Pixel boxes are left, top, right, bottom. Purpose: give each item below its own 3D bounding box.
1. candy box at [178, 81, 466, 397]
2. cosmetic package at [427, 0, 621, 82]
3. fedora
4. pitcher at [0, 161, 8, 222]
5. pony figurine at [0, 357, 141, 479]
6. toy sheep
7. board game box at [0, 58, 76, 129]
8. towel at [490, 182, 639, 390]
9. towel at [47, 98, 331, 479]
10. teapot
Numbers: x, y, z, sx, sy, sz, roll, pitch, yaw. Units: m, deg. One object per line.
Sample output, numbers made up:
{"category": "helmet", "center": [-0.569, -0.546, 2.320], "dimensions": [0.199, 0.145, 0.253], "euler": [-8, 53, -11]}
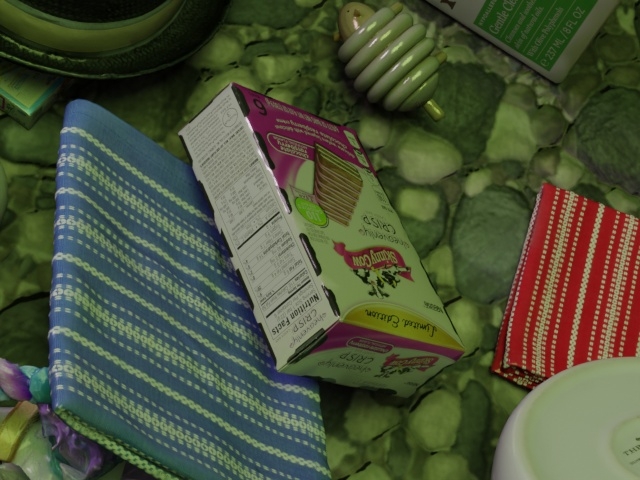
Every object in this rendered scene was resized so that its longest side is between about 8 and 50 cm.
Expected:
{"category": "candy box", "center": [0.000, 0.000, 1.139], "dimensions": [0.159, 0.071, 0.233], "euler": [16, 41, -48]}
{"category": "cosmetic package", "center": [0.126, -0.332, 1.325], "dimensions": [0.365, 0.197, 0.155], "euler": [31, 63, 3]}
{"category": "fedora", "center": [-0.195, -0.299, 1.223], "dimensions": [0.334, 0.152, 0.334], "euler": [11, 53, -15]}
{"category": "pitcher", "center": [-0.317, -0.033, 1.061], "dimensions": [0.125, 0.178, 0.207], "euler": [50, 37, 9]}
{"category": "pony figurine", "center": [-0.199, 0.212, 0.972], "dimensions": [0.363, 0.303, 0.351], "euler": [25, 51, -16]}
{"category": "toy sheep", "center": [0.065, -0.158, 1.292], "dimensions": [0.132, 0.091, 0.091], "euler": [44, 63, 2]}
{"category": "board game box", "center": [-0.240, -0.180, 1.256], "dimensions": [0.103, 0.026, 0.154], "euler": [37, 62, 4]}
{"category": "towel", "center": [0.297, 0.077, 1.270], "dimensions": [0.274, 0.031, 0.199], "euler": [21, 62, -4]}
{"category": "towel", "center": [-0.087, 0.050, 1.048], "dimensions": [0.243, 0.040, 0.336], "euler": [34, 27, -30]}
{"category": "teapot", "center": [0.246, 0.221, 1.111], "dimensions": [0.256, 0.187, 0.252], "euler": [3, 36, 5]}
